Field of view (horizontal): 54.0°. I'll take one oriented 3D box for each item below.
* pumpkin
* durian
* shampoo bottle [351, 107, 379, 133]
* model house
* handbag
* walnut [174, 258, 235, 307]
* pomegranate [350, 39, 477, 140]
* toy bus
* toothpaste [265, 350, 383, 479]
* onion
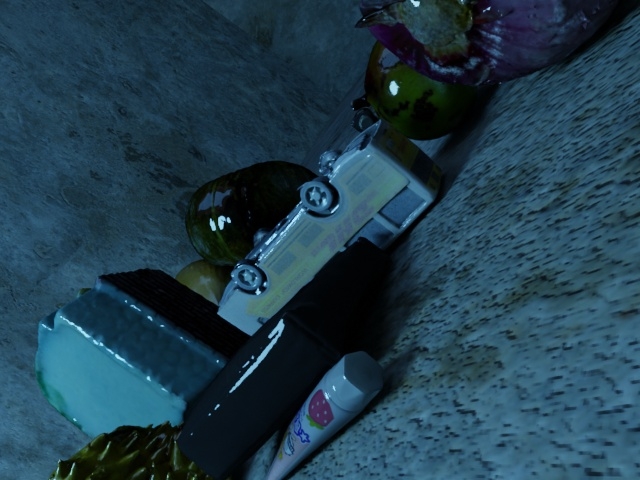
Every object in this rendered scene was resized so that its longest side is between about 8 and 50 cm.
[{"bbox_3d":[-0.141,-0.053,1.343,0.320,0.192,0.320,-18,0,0],"label":"pumpkin"},{"bbox_3d":[-0.233,0.325,0.713,0.305,0.195,0.185,-56,15,-18],"label":"durian"},{"bbox_3d":[0.112,-0.290,1.545,0.057,0.063,0.208,-43,10,13],"label":"shampoo bottle"},{"bbox_3d":[-0.241,0.170,0.967,0.249,0.280,0.230,-41,-23,-51],"label":"model house"},{"bbox_3d":[-0.037,0.116,0.686,0.247,0.080,0.223,-50,0,28],"label":"handbag"},{"bbox_3d":[-0.245,0.142,1.436,0.203,0.203,0.298,-56,12,-3],"label":"walnut"},{"bbox_3d":[0.149,-0.220,0.786,0.220,0.156,0.156,-34,20,40],"label":"pomegranate"},{"bbox_3d":[0.000,0.000,0.802,0.342,0.138,0.097,-49,10,33],"label":"toy bus"},{"bbox_3d":[-0.007,0.165,0.566,0.194,0.042,0.067,-56,6,40],"label":"toothpaste"},{"bbox_3d":[0.210,-0.287,0.642,0.267,0.159,0.349,-2,46,49],"label":"onion"}]
